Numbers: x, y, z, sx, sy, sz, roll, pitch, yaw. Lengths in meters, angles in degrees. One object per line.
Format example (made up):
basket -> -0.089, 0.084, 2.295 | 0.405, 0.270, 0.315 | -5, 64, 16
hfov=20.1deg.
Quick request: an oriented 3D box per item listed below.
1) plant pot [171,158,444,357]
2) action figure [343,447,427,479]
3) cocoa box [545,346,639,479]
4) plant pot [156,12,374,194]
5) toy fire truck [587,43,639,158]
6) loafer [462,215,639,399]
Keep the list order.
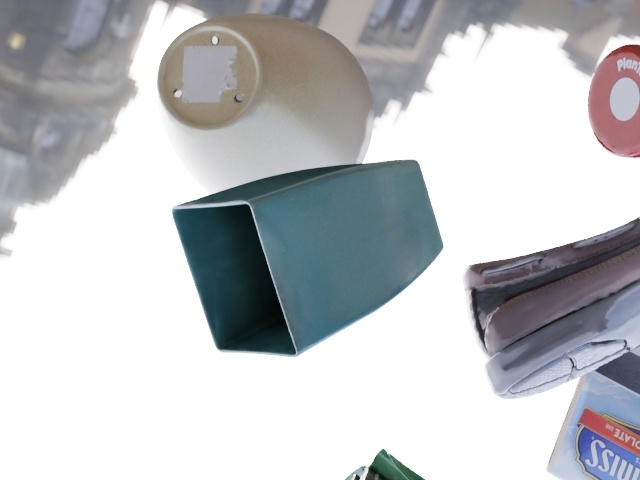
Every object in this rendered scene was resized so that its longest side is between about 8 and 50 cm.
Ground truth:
plant pot -> 0.000, 0.000, 1.904 | 0.234, 0.165, 0.165 | -24, -168, -31
action figure -> 0.128, 0.286, 1.687 | 0.232, 0.137, 0.063 | 32, -114, -7
cocoa box -> 0.459, 0.213, 1.894 | 0.347, 0.228, 0.231 | 28, -166, 38
plant pot -> -0.092, -0.169, 2.160 | 0.256, 0.256, 0.274 | 35, -177, 16
toy fire truck -> 0.383, -0.137, 1.523 | 0.169, 0.254, 0.302 | 2, -142, -32
loafer -> 0.216, -0.008, 1.100 | 0.109, 0.302, 0.095 | 16, -133, -60
